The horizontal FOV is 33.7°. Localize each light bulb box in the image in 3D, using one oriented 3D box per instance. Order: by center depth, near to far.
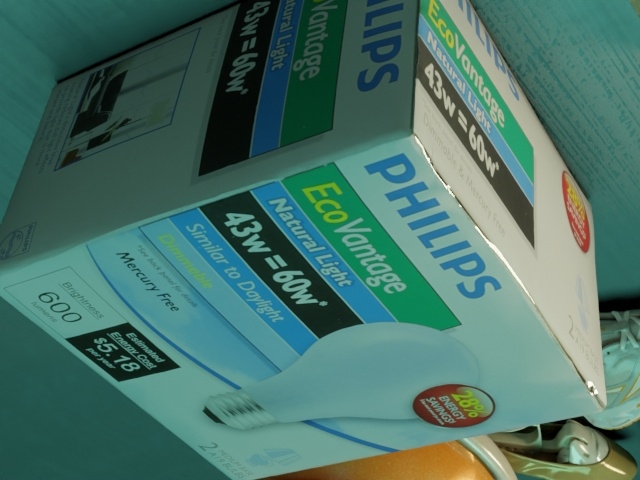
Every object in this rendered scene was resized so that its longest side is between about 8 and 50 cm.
[{"bbox_3d":[0.000,0.000,0.870,0.361,0.225,0.358,-17,135,27],"label":"light bulb box"}]

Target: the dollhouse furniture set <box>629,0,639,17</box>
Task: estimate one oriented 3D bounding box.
[{"bbox_3d":[0.333,-0.186,0.761,0.151,0.123,0.144,15,158,50],"label":"dollhouse furniture set"}]

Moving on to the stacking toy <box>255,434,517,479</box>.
[{"bbox_3d":[-0.004,0.410,1.132,0.351,0.480,0.350,16,137,16],"label":"stacking toy"}]

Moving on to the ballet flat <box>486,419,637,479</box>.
[{"bbox_3d":[0.268,0.244,1.254,0.232,0.080,0.073,6,130,-1],"label":"ballet flat"}]

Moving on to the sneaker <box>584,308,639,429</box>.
[{"bbox_3d":[0.331,0.106,1.066,0.121,0.099,0.262,30,134,-21],"label":"sneaker"}]
